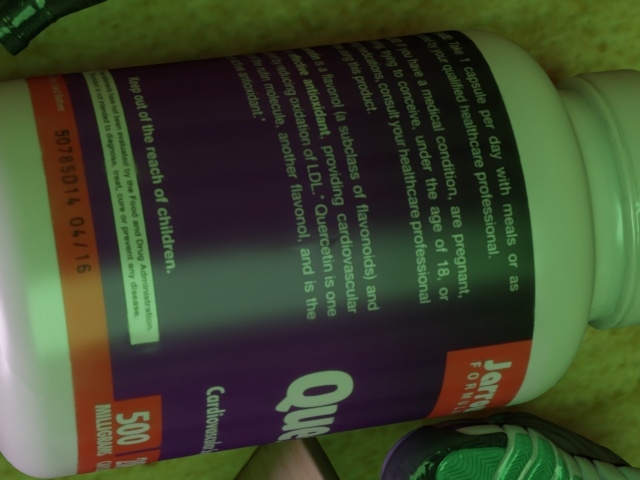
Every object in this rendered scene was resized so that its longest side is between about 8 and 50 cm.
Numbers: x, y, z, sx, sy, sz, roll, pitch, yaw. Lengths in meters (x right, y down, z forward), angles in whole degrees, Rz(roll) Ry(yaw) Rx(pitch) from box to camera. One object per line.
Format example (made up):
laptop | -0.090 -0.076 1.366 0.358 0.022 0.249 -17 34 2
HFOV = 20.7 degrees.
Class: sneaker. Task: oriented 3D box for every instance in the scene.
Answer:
sneaker | 0.087 0.123 0.891 0.224 0.098 0.083 21 98 -46

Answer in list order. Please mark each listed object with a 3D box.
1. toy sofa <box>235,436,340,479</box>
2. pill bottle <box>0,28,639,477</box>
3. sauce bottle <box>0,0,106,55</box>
toy sofa | 0.081 0.267 0.956 0.362 0.150 0.177 34 98 -23
pill bottle | 0.000 0.000 0.817 0.323 0.181 0.181 -8 112 -11
sauce bottle | -0.102 -0.136 0.818 0.128 0.042 0.042 -38 114 5
